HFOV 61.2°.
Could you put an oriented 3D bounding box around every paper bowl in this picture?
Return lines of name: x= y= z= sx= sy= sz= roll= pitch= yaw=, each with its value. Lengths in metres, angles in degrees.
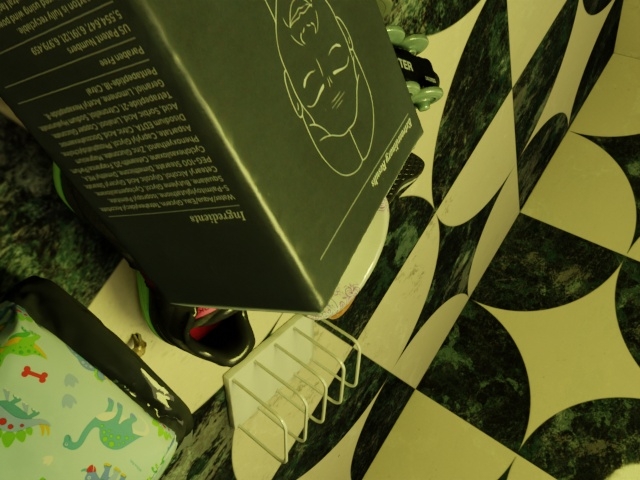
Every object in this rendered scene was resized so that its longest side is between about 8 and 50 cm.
paper bowl: x=0.000 y=0.000 z=1.062 sx=0.284 sy=0.148 sz=0.284 roll=-38 pitch=143 yaw=-35

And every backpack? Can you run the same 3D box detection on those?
backpack: x=-0.318 y=0.244 z=0.538 sx=0.290 sy=0.273 sz=0.355 roll=50 pitch=58 yaw=-14

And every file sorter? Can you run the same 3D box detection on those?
file sorter: x=-0.053 y=0.325 z=1.233 sx=0.278 sy=0.173 sz=0.192 roll=-37 pitch=143 yaw=-38

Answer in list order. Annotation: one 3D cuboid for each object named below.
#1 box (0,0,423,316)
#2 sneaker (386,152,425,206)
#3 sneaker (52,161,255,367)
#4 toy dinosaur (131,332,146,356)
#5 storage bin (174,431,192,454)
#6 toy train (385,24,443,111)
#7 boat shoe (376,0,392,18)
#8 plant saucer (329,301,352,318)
box: x=-0.097 y=-0.172 z=0.506 sx=0.293 sy=0.212 sz=0.395 roll=-58 pitch=132 yaw=-38
sneaker: x=0.159 y=-0.129 z=1.304 sx=0.235 sy=0.084 sz=0.097 roll=-42 pitch=169 yaw=-30
sneaker: x=-0.177 y=0.007 z=0.727 sx=0.185 sy=0.202 sz=0.482 roll=-47 pitch=148 yaw=-26
toy dinosaur: x=-0.310 y=0.231 z=0.822 sx=0.093 sy=0.053 sz=0.183 roll=19 pitch=77 yaw=-39
storage bin: x=-0.294 y=0.345 z=0.950 sx=0.135 sy=0.091 sz=0.098 roll=-25 pitch=135 yaw=-46
toy train: x=0.069 y=-0.267 z=0.910 sx=0.334 sy=0.190 sz=0.142 roll=-8 pitch=81 yaw=-51
boat shoe: x=-0.008 y=-0.395 z=0.771 sx=0.118 sy=0.103 sz=0.320 roll=-32 pitch=163 yaw=33
plant saucer: x=0.050 y=0.093 z=1.316 sx=0.200 sy=0.037 sz=0.200 roll=-43 pitch=144 yaw=-43
